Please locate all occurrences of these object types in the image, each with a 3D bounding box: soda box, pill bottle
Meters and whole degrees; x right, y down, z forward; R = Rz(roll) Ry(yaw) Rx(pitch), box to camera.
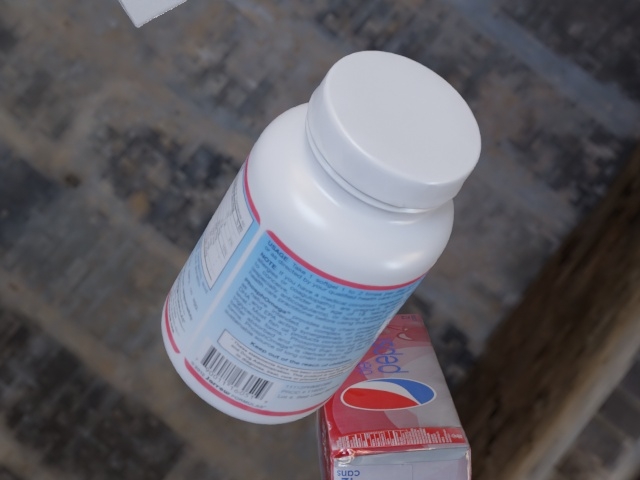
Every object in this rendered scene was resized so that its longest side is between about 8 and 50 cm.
[{"bbox_3d":[0.040,0.128,1.056,0.083,0.092,0.263,-2,-166,-2],"label":"soda box"},{"bbox_3d":[0.000,0.000,0.670,0.087,0.087,0.160,39,134,4],"label":"pill bottle"}]

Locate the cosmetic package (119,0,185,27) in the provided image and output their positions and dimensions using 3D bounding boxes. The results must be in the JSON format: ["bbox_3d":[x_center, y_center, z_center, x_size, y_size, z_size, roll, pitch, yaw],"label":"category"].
[{"bbox_3d":[-0.040,-0.365,1.503,0.155,0.365,0.197,57,-158,-18],"label":"cosmetic package"}]
